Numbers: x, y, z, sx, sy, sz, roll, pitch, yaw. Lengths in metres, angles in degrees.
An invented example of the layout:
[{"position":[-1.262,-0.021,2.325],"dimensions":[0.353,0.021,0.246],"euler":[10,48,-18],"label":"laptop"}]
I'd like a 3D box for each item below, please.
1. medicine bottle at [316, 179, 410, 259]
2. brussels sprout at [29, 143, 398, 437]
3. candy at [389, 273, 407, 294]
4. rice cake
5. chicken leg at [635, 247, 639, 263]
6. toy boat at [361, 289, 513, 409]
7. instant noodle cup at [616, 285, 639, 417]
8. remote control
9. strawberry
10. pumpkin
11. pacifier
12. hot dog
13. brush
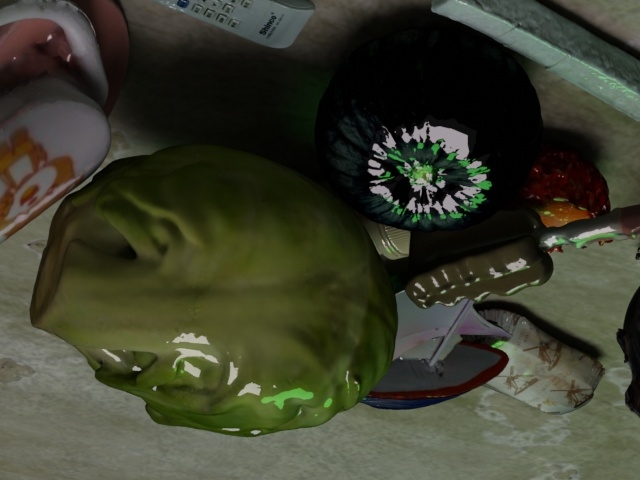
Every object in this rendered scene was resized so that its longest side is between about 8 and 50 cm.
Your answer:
[{"position":[0.000,0.000,1.787],"dimensions":[0.252,0.114,0.114],"euler":[-15,143,29],"label":"medicine bottle"},{"position":[-0.085,0.053,1.610],"dimensions":[0.328,0.247,0.328],"euler":[9,152,5],"label":"brussels sprout"},{"position":[0.025,0.090,1.973],"dimensions":[0.203,0.078,0.141],"euler":[-16,156,9],"label":"candy"},{"position":[0.201,-0.165,1.544],"dimensions":[0.245,0.042,0.045],"euler":[25,155,-27],"label":"rice cake"},{"position":[0.358,0.012,1.831],"dimensions":[0.083,0.021,0.036],"euler":[-3,138,7],"label":"chicken leg"},{"position":[0.085,0.099,1.851],"dimensions":[0.219,0.072,0.318],"euler":[-12,155,4],"label":"toy boat"},{"position":[0.405,0.032,1.667],"dimensions":[0.258,0.302,0.181],"euler":[27,145,32],"label":"instant noodle cup"},{"position":[-0.088,-0.210,1.538],"dimensions":[0.162,0.029,0.061],"euler":[21,144,-15],"label":"remote control"},{"position":[0.204,-0.041,1.707],"dimensions":[0.145,0.086,0.145],"euler":[6,149,4],"label":"strawberry"},{"position":[0.094,-0.097,1.587],"dimensions":[0.202,0.140,0.202],"euler":[5,134,5],"label":"pumpkin"},{"position":[-0.303,-0.102,1.553],"dimensions":[0.273,0.332,0.220],"euler":[12,135,53],"label":"pacifier"},{"position":[0.225,0.134,2.023],"dimensions":[0.191,0.059,0.108],"euler":[30,128,-28],"label":"hot dog"},{"position":[0.216,-0.004,1.620],"dimensions":[0.301,0.084,0.071],"euler":[-12,147,23],"label":"brush"}]
